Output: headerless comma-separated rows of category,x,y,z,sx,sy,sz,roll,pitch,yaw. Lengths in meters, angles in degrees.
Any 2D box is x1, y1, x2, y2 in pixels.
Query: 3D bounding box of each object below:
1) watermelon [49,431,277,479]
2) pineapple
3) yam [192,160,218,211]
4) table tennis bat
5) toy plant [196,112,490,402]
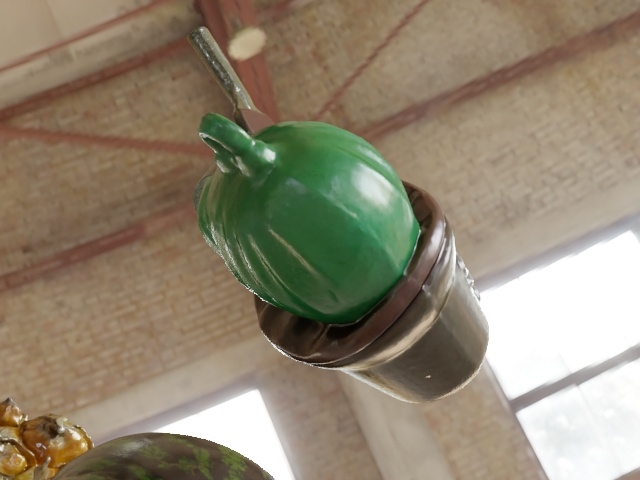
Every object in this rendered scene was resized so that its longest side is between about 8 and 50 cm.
watermelon,-0.117,0.259,0.878,0.269,0.269,0.269,-19,-29,-11
pineapple,-0.260,0.234,1.204,0.114,0.236,0.186,-46,-16,-55
yam,-0.089,-0.071,1.489,0.068,0.068,0.169,-40,10,25
table tennis bat,-0.058,-0.105,1.331,0.022,0.247,0.138,-35,-9,12
toy plant,0.000,0.000,0.655,0.105,0.143,0.200,-51,-58,-12
